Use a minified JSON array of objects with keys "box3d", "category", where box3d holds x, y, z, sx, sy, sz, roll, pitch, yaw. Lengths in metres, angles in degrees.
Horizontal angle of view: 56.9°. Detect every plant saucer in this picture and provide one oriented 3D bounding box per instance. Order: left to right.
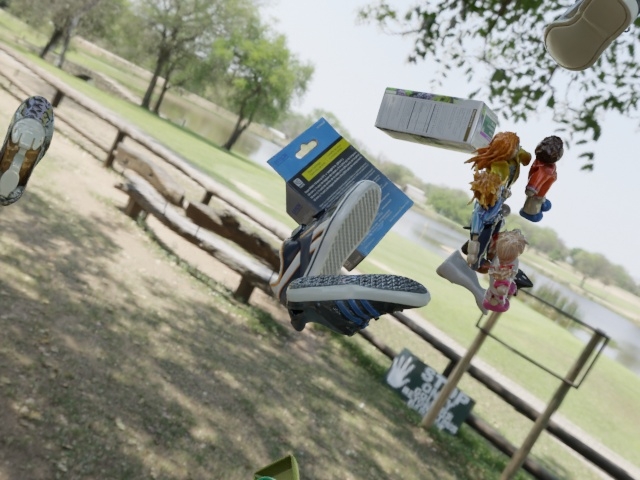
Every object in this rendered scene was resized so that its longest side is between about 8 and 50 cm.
[{"box3d":[-0.112,0.717,1.649,0.045,0.188,0.188,22,44,-35],"category":"plant saucer"}]

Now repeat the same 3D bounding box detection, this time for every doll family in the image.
[{"box3d":[0.229,-0.044,0.770,0.118,0.263,0.163,18,-33,23],"category":"doll family"}]

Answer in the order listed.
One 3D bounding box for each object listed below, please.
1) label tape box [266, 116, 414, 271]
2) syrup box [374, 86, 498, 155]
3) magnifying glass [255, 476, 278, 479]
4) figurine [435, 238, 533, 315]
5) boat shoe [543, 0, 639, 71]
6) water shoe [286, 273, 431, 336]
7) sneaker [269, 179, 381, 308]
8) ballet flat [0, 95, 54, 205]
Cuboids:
[{"box3d":[0.040,-0.122,1.518,0.334,0.240,0.106,44,-34,3],"category":"label tape box"},{"box3d":[0.244,-0.254,1.261,0.237,0.096,0.093,18,2,35],"category":"syrup box"},{"box3d":[-0.132,0.450,1.022,0.026,0.092,0.231,31,-28,-32],"category":"magnifying glass"},{"box3d":[0.463,0.099,1.674,0.209,0.215,0.092,47,50,8],"category":"figurine"},{"box3d":[0.400,-0.323,0.857,0.095,0.079,0.254,46,1,7],"category":"boat shoe"},{"box3d":[0.054,0.093,0.835,0.203,0.080,0.073,1,16,14],"category":"water shoe"},{"box3d":[0.000,0.000,1.242,0.127,0.321,0.126,31,-1,33],"category":"sneaker"},{"box3d":[-0.286,-0.083,0.566,0.041,0.114,0.041,26,4,-2],"category":"ballet flat"}]
